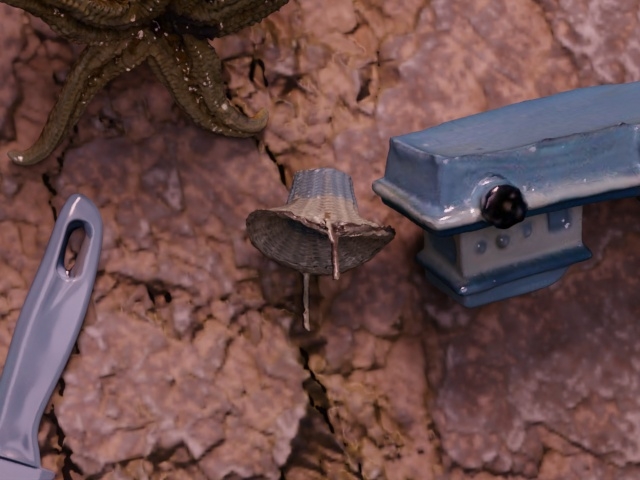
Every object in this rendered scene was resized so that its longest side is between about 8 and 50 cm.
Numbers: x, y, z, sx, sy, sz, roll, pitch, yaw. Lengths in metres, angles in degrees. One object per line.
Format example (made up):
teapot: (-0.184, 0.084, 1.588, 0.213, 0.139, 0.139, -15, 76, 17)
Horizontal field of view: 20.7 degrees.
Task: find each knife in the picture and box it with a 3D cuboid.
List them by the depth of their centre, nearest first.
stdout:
knife: (-0.163, 0.126, 0.928, 0.044, 0.019, 0.313, 18, 81, -12)

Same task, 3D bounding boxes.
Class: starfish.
starfish: (-0.091, -0.111, 0.906, 0.223, 0.217, 0.050, -41, 56, 24)

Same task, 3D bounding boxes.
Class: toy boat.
toy boat: (0.150, -0.030, 0.974, 0.238, 0.109, 0.098, -15, 114, -21)

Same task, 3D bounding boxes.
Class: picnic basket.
picnic basket: (0.000, 0.000, 0.955, 0.083, 0.065, 0.083, 12, 63, -15)
